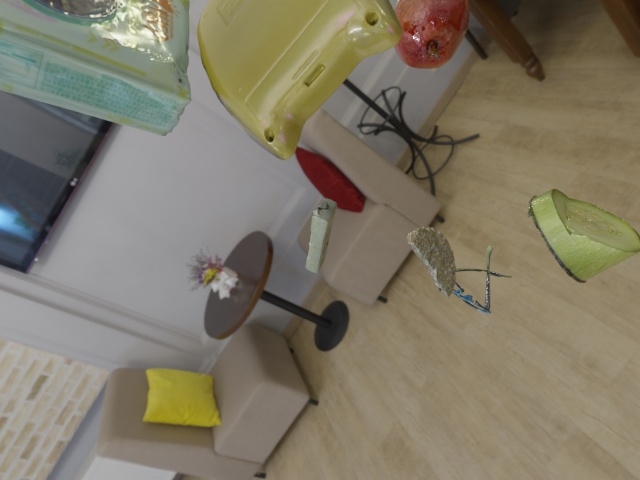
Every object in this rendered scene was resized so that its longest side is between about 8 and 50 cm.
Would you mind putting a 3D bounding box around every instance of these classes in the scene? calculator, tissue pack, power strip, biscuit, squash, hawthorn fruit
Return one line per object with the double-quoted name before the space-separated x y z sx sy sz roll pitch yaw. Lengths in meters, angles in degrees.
"calculator" -0.041 -0.183 0.351 0.157 0.033 0.236 -45 52 19
"tissue pack" -0.428 -0.374 0.715 0.162 0.388 0.287 -27 62 45
"power strip" -0.003 -0.001 1.193 0.286 0.048 0.080 102 -165 -50
"biscuit" 0.346 0.043 1.252 0.032 0.250 0.133 -6 38 53
"squash" 0.556 -0.029 0.913 0.133 0.220 0.220 -45 31 41
"hawthorn fruit" 0.262 -0.495 1.005 0.196 0.196 0.225 -33 40 40

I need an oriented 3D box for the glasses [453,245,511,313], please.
"glasses" 0.510 0.131 1.367 0.207 0.239 0.102 -45 20 26
